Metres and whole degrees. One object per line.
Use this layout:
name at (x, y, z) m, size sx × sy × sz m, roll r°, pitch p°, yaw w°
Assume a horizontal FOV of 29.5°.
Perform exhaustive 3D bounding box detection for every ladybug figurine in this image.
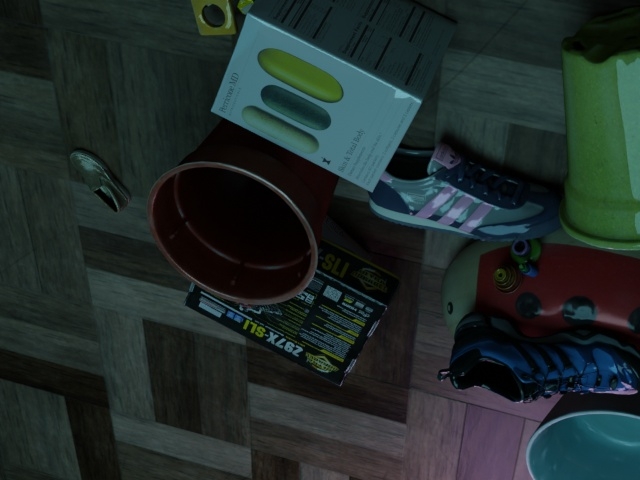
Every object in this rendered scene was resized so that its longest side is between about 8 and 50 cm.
ladybug figurine at (0.398, 0.120, 1.939) m, size 0.449 × 0.162 × 0.305 m, roll -4°, pitch 129°, yaw 27°

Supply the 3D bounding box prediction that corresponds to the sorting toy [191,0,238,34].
sorting toy at (-0.197, -0.443, 1.730) m, size 0.196 × 0.047 × 0.348 m, roll -9°, pitch 120°, yaw 29°

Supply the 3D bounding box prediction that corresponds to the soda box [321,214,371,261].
soda box at (0.000, 0.000, 2.077) m, size 0.183 × 0.063 × 0.058 m, roll 42°, pitch 135°, yaw -17°

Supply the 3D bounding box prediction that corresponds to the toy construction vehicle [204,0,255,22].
toy construction vehicle at (-0.140, -0.376, 1.810) m, size 0.086 × 0.035 × 0.098 m, roll -27°, pitch 110°, yaw 36°

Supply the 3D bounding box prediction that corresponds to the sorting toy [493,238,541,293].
sorting toy at (0.298, 0.034, 1.852) m, size 0.061 × 0.102 × 0.042 m, roll 29°, pitch -176°, yaw 38°

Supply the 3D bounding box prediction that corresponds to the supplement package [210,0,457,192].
supplement package at (0.019, -0.246, 1.737) m, size 0.262 × 0.198 × 0.199 m, roll 27°, pitch 137°, yaw -1°

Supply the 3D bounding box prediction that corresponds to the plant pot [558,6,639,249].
plant pot at (0.430, -0.164, 1.612) m, size 0.276 × 0.276 × 0.254 m, roll -4°, pitch 117°, yaw 27°

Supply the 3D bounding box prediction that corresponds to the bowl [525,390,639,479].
bowl at (0.523, 0.338, 2.089) m, size 0.311 × 0.163 × 0.312 m, roll 13°, pitch 135°, yaw 14°

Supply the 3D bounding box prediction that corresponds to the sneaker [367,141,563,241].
sneaker at (0.219, -0.083, 1.865) m, size 0.319 × 0.112 × 0.131 m, roll 6°, pitch 134°, yaw 17°

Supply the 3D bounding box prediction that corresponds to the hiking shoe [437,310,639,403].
hiking shoe at (0.339, 0.203, 1.830) m, size 0.304 × 0.132 × 0.113 m, roll 7°, pitch 132°, yaw 19°

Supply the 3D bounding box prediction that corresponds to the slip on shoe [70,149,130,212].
slip on shoe at (-0.398, -0.104, 2.174) m, size 0.051 × 0.041 × 0.135 m, roll -21°, pitch 120°, yaw 37°

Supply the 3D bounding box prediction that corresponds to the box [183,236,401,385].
box at (-0.055, 0.088, 2.087) m, size 0.322 × 0.079 × 0.257 m, roll 27°, pitch 139°, yaw 1°

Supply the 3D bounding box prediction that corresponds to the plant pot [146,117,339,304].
plant pot at (-0.090, -0.089, 1.886) m, size 0.272 × 0.265 × 0.272 m, roll 13°, pitch 134°, yaw 14°
